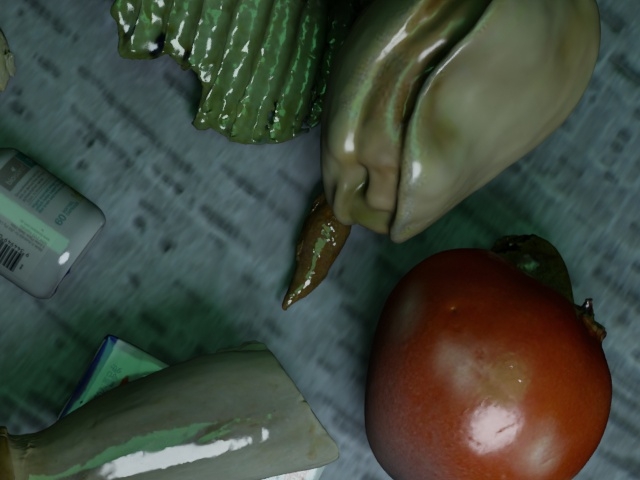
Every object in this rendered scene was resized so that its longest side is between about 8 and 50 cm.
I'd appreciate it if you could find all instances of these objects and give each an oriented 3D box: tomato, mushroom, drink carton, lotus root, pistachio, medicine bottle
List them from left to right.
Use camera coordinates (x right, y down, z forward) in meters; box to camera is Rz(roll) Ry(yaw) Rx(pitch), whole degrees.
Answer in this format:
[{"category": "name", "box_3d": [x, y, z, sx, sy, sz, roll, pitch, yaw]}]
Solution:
[{"category": "medicine bottle", "box_3d": [-0.378, -0.039, 1.360, 0.215, 0.135, 0.135, 36, 78, -7]}, {"category": "mushroom", "box_3d": [-0.179, 0.219, 1.274, 0.408, 0.137, 0.154, -10, 100, -20]}, {"category": "drink carton", "box_3d": [-0.156, 0.244, 1.397, 0.315, 0.106, 0.130, 31, 80, -9]}, {"category": "pistachio", "box_3d": [0.164, -0.198, 1.383, 0.281, 0.365, 0.445, 30, 73, 14]}, {"category": "tomato", "box_3d": [0.190, 0.179, 1.371, 0.322, 0.321, 0.321, 1, 84, -12]}, {"category": "lotus root", "box_3d": [0.294, 0.081, 1.520, 0.108, 0.094, 0.190, -28, 97, 20]}]

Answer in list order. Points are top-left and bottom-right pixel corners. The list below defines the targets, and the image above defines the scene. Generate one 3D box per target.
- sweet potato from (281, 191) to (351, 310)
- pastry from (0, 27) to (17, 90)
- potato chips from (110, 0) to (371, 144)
[{"category": "sweet potato", "box_3d": [0.000, 0.000, 1.482, 0.068, 0.060, 0.205, 18, 78, 28]}, {"category": "pastry", "box_3d": [-0.457, -0.222, 1.387, 0.166, 0.088, 0.165, 1, 84, -11]}, {"category": "potato chips", "box_3d": [-0.078, -0.333, 1.444, 0.373, 0.097, 0.389, 40, 72, -39]}]
